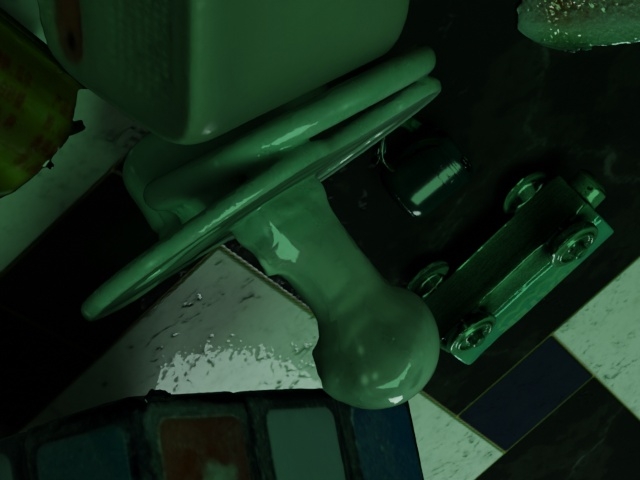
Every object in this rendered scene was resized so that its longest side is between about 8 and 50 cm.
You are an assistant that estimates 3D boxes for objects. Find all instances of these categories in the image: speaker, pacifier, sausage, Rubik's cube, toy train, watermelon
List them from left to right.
[{"bbox_3d":[-0.275,-0.137,0.748,0.125,0.117,0.317,-13,149,27],"label":"sausage"},{"bbox_3d":[-0.120,0.314,1.006,0.363,0.358,0.362,-19,168,37],"label":"Rubik's cube"},{"bbox_3d":[-0.055,-0.259,0.712,0.184,0.183,0.406,-36,147,-36],"label":"speaker"},{"bbox_3d":[0.000,0.000,0.943,0.288,0.269,0.343,-36,-179,45],"label":"pacifier"},{"bbox_3d":[0.084,-0.073,1.139,0.075,0.060,0.094,-39,105,3],"label":"speaker"},{"bbox_3d":[0.196,0.031,1.289,0.248,0.101,0.159,-44,153,11],"label":"toy train"},{"bbox_3d":[0.261,-0.217,1.089,0.180,0.081,0.094,4,158,5],"label":"watermelon"}]
